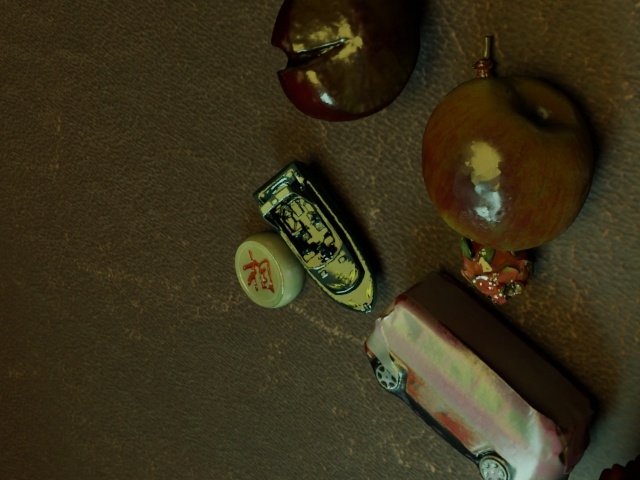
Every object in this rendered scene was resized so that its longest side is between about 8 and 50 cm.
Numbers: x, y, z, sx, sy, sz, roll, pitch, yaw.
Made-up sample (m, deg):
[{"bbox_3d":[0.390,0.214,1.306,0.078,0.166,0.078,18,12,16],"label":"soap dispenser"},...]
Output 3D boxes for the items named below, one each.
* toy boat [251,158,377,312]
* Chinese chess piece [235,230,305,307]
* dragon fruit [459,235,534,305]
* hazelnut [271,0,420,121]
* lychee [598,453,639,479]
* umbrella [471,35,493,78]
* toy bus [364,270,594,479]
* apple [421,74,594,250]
[{"bbox_3d":[0.000,0.000,1.204,0.093,0.103,0.246,-37,87,23],"label":"toy boat"},{"bbox_3d":[-0.081,0.046,1.338,0.122,0.051,0.122,22,124,37],"label":"Chinese chess piece"},{"bbox_3d":[0.207,0.017,1.022,0.116,0.086,0.081,62,176,13],"label":"dragon fruit"},{"bbox_3d":[0.031,-0.246,1.017,0.178,0.178,0.204,6,108,43],"label":"hazelnut"},{"bbox_3d":[0.357,0.431,0.838,0.424,0.425,0.500,19,151,38],"label":"lychee"},{"bbox_3d":[0.190,-0.155,0.995,0.027,0.025,0.165,2,115,13],"label":"umbrella"},{"bbox_3d":[0.198,0.182,1.072,0.302,0.127,0.147,40,129,24],"label":"toy bus"},{"bbox_3d":[0.197,-0.081,0.931,0.195,0.160,0.173,43,143,13],"label":"apple"}]
